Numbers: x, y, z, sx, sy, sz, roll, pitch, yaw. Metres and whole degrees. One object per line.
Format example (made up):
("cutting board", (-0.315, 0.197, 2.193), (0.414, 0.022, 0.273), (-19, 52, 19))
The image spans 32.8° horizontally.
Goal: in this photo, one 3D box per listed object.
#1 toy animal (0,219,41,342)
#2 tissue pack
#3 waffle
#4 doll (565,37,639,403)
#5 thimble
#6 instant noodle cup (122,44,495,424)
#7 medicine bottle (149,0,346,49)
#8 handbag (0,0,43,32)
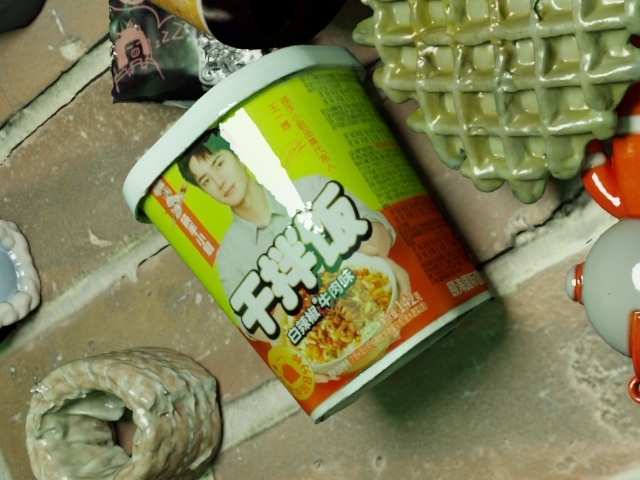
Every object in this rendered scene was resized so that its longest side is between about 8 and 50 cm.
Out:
("toy animal", (-0.513, 0.063, 1.512), (0.208, 0.156, 0.204), (-20, 86, 29))
("tissue pack", (-0.126, -0.319, 1.255), (0.245, 0.123, 0.332), (3, 98, 24))
("waffle", (0.158, -0.189, 1.008), (0.292, 0.056, 0.309), (50, 140, 14))
("doll", (0.320, -0.016, 0.997), (0.199, 0.105, 0.337), (6, 89, 32))
("thimble", (-0.248, 0.236, 1.354), (0.229, 0.148, 0.196), (-4, 91, 35))
("instant noodle cup", (0.000, 0.000, 1.123), (0.294, 0.294, 0.308), (-40, 79, 28))
("medicine bottle", (-0.160, -0.358, 1.081), (0.395, 0.242, 0.243), (27, 108, 21))
("handbag", (-0.542, -0.407, 1.422), (0.302, 0.275, 0.178), (54, 138, 17))
